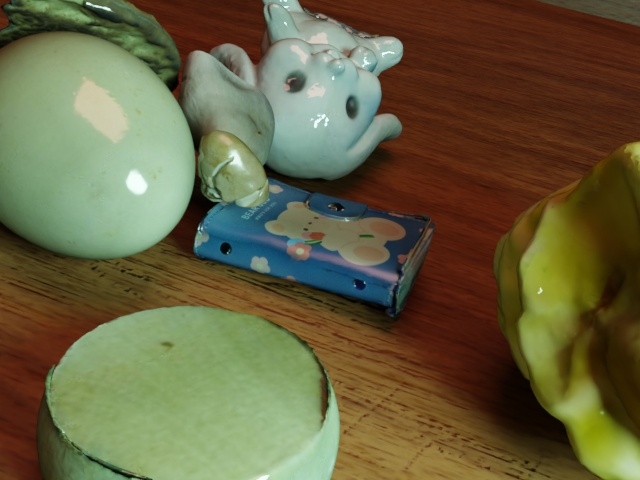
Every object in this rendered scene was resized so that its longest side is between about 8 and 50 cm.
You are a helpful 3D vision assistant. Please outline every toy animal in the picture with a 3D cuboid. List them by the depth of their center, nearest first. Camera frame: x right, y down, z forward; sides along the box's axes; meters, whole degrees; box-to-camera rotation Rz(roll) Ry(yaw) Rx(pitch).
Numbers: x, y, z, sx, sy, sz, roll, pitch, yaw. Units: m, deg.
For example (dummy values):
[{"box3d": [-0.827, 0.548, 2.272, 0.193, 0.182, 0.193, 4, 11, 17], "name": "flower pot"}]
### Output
[{"box3d": [-0.024, -0.190, 1.022, 0.249, 0.174, 0.289, 32, 31, 11], "name": "toy animal"}]

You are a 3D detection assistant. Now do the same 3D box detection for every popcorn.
[{"box3d": [0.308, 0.066, 0.564, 0.349, 0.349, 0.381, -10, 74, -35], "name": "popcorn"}]

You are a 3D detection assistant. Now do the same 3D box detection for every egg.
[{"box3d": [-0.210, -0.080, 0.721, 0.189, 0.188, 0.254, -14, 41, -39], "name": "egg"}]

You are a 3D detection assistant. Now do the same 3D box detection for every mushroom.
[{"box3d": [-0.096, -0.102, 0.814, 0.093, 0.116, 0.225, -30, 40, 15], "name": "mushroom"}]

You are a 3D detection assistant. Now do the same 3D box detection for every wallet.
[{"box3d": [0.000, 0.001, 0.786, 0.202, 0.059, 0.141, 14, 31, 15], "name": "wallet"}]

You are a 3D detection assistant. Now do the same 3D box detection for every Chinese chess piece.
[{"box3d": [-0.082, 0.119, 0.522, 0.189, 0.083, 0.188, 6, 30, -4], "name": "Chinese chess piece"}]

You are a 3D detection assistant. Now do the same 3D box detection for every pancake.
[{"box3d": [-0.292, -0.175, 0.825, 0.286, 0.288, 0.033, 12, 64, -32], "name": "pancake"}]
